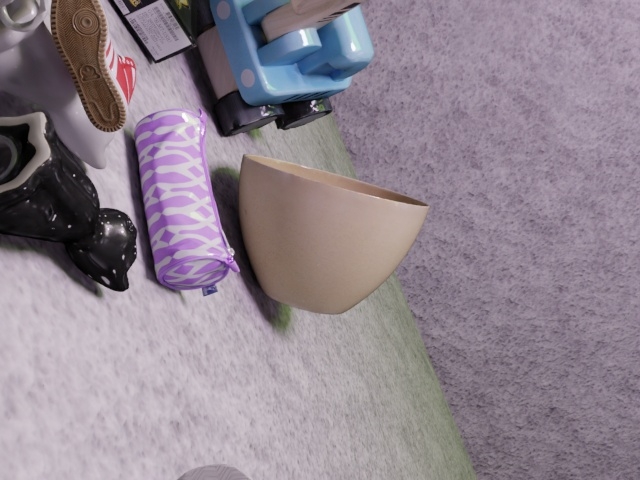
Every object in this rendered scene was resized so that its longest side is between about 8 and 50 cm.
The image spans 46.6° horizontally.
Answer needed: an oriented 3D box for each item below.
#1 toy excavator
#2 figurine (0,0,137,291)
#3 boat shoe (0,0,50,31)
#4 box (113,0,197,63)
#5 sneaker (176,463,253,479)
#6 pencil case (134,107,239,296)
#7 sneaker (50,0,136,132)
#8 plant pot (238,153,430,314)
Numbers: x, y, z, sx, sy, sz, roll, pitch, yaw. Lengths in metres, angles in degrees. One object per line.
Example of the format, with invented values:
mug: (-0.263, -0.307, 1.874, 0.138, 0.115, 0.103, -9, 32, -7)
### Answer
toy excavator: (-0.018, -0.328, 1.094, 0.433, 0.445, 0.222, -21, 91, -53)
figurine: (-0.218, -0.079, 0.613, 0.209, 0.092, 0.215, 64, 10, -65)
boat shoe: (-0.239, -0.186, 0.459, 0.156, 0.136, 0.367, 52, 33, -66)
box: (-0.263, -0.435, 0.993, 0.295, 0.073, 0.293, -98, 165, -46)
sneaker: (-0.020, 0.349, 0.626, 0.315, 0.127, 0.182, 65, 7, 31)
pencil case: (-0.151, -0.046, 0.821, 0.086, 0.088, 0.206, 47, 25, -67)
sneaker: (-0.176, -0.151, 0.583, 0.067, 0.042, 0.118, -98, -179, -59)
plant pot: (0.000, 0.000, 1.104, 0.284, 0.284, 0.191, -26, 132, -78)
